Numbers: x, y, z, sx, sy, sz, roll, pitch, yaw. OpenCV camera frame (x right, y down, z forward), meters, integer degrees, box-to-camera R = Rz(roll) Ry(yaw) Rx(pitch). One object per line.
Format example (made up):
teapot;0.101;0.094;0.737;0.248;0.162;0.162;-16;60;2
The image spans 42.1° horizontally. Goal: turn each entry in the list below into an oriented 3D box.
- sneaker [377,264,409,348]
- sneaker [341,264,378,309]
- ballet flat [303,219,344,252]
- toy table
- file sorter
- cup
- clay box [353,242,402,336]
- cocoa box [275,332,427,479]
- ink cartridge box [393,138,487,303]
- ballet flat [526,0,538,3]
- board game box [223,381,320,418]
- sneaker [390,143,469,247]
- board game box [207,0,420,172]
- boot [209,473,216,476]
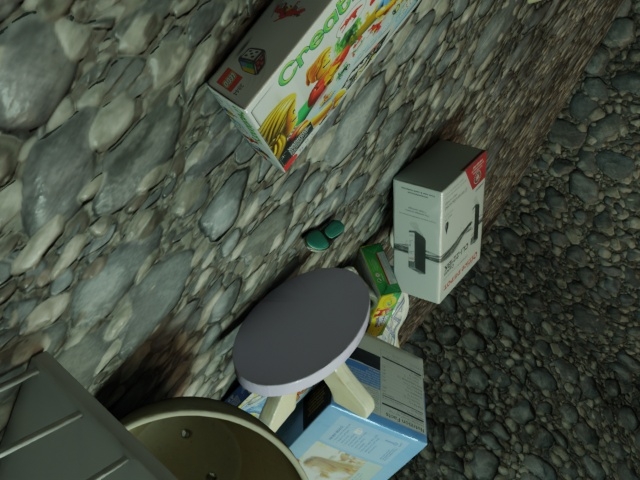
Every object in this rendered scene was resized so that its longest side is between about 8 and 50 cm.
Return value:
sneaker;0.132;0.200;1.942;0.131;0.112;0.296;-30;125;-54
sneaker;0.015;0.147;1.611;0.271;0.108;0.100;-36;160;-41
ballet flat;0.000;0.000;1.359;0.114;0.041;0.041;-32;154;-54
toy table;-0.026;0.185;1.364;0.274;0.252;0.161;-34;141;-28
file sorter;-0.248;0.281;0.751;0.173;0.278;0.193;-24;148;-55
cup;-0.183;0.348;1.130;0.331;0.331;0.237;-54;-167;1
clay box;0.107;0.119;1.792;0.053;0.127;0.222;-12;150;-17
cocoa box;0.032;0.382;1.724;0.347;0.231;0.228;-52;-159;35
ink cartridge box;0.242;-0.039;1.700;0.197;0.114;0.273;-40;139;-42
ballet flat;0.444;-0.509;1.480;0.086;0.086;0.248;-44;164;-33
board game box;-0.085;0.278;1.555;0.201;0.035;0.136;-47;141;18
sneaker;0.248;-0.079;1.846;0.161;0.102;0.282;-31;154;-50
board game box;0.021;-0.227;0.845;0.305;0.053;0.193;-52;166;-4
boot;-0.126;0.440;1.484;0.176;0.244;0.088;-7;131;-13
